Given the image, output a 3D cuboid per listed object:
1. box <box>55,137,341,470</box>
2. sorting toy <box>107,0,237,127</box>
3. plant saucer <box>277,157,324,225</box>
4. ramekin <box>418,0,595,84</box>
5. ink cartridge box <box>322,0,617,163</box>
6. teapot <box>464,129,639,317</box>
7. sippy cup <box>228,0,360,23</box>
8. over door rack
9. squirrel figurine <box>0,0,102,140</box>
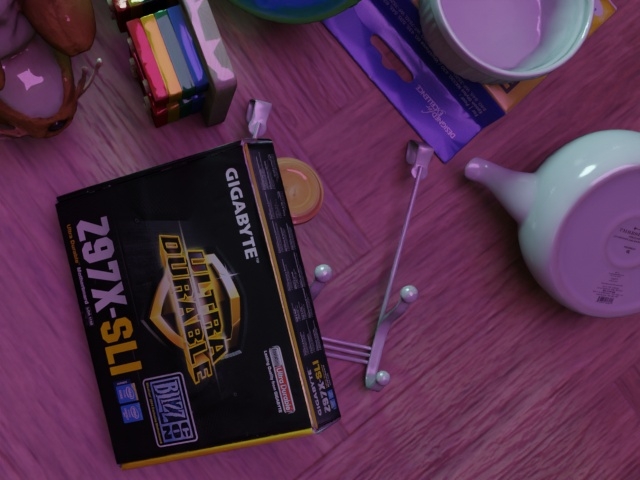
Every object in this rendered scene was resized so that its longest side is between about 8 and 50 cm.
[{"bbox_3d":[-0.140,0.074,1.308,0.257,0.079,0.322,-14,88,26],"label":"box"},{"bbox_3d":[-0.186,-0.257,1.314,0.089,0.257,0.255,-21,90,-8],"label":"sorting toy"},{"bbox_3d":[-0.036,-0.058,1.366,0.083,0.013,0.083,6,68,-15],"label":"plant saucer"},{"bbox_3d":[0.217,-0.287,1.435,0.207,0.109,0.207,2,83,-14],"label":"ramekin"},{"bbox_3d":[0.178,-0.312,1.517,0.307,0.072,0.303,-44,96,-17],"label":"ink cartridge box"},{"bbox_3d":[0.354,-0.038,1.482,0.252,0.187,0.256,-31,120,2],"label":"teapot"},{"bbox_3d":[-0.020,-0.409,1.375,0.305,0.240,0.224,23,44,-4],"label":"sippy cup"},{"bbox_3d":[0.000,0.000,1.412,0.239,0.108,0.324,14,80,-14],"label":"over door rack"},{"bbox_3d":[-0.390,-0.290,1.241,0.397,0.370,0.281,40,74,22],"label":"squirrel figurine"}]
